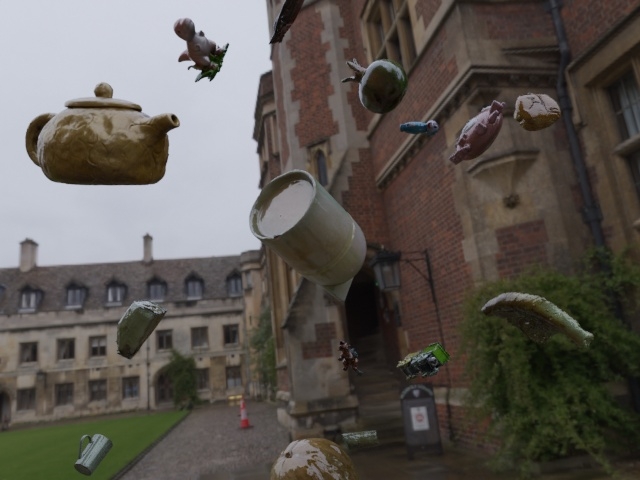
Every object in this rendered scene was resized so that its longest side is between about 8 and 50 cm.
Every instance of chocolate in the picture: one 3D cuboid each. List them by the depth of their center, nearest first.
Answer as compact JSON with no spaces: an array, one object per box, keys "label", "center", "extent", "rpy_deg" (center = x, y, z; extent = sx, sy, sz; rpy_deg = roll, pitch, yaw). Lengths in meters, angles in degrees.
[{"label":"chocolate","center":[-0.049,-0.455,0.946],"extent":[0.028,0.086,0.183],"rpy_deg":[30,-62,1]}]

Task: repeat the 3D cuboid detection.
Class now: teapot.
[{"label":"teapot","center":[-0.371,-0.179,0.843],"extent":[0.311,0.167,0.203],"rpy_deg":[4,10,19]}]

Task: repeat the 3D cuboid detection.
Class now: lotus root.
[{"label":"lotus root","center":[-0.439,0.207,1.189],"extent":[0.070,0.144,0.143],"rpy_deg":[32,-14,-3]}]

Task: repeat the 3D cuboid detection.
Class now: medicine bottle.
[{"label":"medicine bottle","center":[0.000,0.000,1.506],"extent":[0.235,0.236,0.406],"rpy_deg":[-15,-40,30]}]

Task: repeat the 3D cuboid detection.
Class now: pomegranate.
[{"label":"pomegranate","center":[0.183,-0.533,1.696],"extent":[0.224,0.182,0.181],"rpy_deg":[27,-8,13]}]

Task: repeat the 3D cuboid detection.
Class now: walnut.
[{"label":"walnut","center":[-0.010,0.790,1.609],"extent":[0.252,0.313,0.277],"rpy_deg":[-38,11,6]}]

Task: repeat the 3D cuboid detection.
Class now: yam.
[{"label":"yam","center":[0.102,0.511,1.282],"extent":[0.094,0.043,0.043],"rpy_deg":[-8,-14,1]}]

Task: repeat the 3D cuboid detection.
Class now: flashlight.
[{"label":"flashlight","center":[0.337,-0.383,1.711],"extent":[0.129,0.051,0.051],"rpy_deg":[1,-13,13]}]

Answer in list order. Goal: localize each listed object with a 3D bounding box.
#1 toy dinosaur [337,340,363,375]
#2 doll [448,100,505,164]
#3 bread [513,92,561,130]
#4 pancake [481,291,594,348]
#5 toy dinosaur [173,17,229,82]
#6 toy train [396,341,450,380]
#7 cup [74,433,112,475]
[{"label":"toy dinosaur","center":[0.087,0.347,1.457],"extent":[0.049,0.055,0.154],"rpy_deg":[-11,-55,26]},{"label":"doll","center":[0.444,-0.296,1.419],"extent":[0.262,0.093,0.211],"rpy_deg":[-44,-9,-33]},{"label":"bread","center":[0.398,-0.237,0.924],"extent":[0.083,0.081,0.046],"rpy_deg":[15,-35,3]},{"label":"pancake","center":[0.667,0.258,1.581],"extent":[0.054,0.197,0.376],"rpy_deg":[-37,22,-22]},{"label":"toy dinosaur","center":[-0.390,-0.584,1.547],"extent":[0.177,0.152,0.194],"rpy_deg":[25,-10,-30]},{"label":"toy train","center":[0.267,0.318,1.312],"extent":[0.081,0.060,0.202],"rpy_deg":[-36,-8,-22]},{"label":"cup","center":[-0.565,0.524,1.239],"extent":[0.054,0.083,0.075],"rpy_deg":[5,-56,16]}]
